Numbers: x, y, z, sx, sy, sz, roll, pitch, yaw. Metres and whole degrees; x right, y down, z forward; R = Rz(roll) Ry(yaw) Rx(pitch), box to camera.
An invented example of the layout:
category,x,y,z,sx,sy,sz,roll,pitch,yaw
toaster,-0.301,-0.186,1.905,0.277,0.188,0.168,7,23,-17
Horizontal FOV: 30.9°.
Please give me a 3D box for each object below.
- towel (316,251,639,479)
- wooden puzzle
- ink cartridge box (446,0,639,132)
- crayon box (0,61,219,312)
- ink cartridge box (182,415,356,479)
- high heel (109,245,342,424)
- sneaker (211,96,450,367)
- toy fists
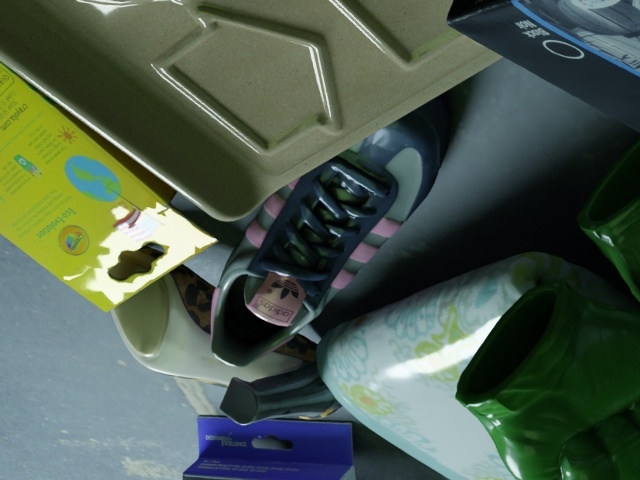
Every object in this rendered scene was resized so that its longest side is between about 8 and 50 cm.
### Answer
category,x,y,z,sx,sy,sz,roll,pitch,yaw
towel,0.215,0.153,0.988,0.374,0.090,0.320,34,149,-16
wooden puzzle,-0.035,-0.191,0.705,0.347,0.081,0.322,-32,129,27
ink cartridge box,0.249,-0.084,0.647,0.332,0.065,0.165,23,173,-19
crayon box,-0.245,-0.087,0.992,0.318,0.081,0.202,42,138,-19
ink cartridge box,-0.055,0.300,1.260,0.206,0.045,0.208,-4,92,30
high heel,-0.091,0.084,1.124,0.261,0.186,0.093,41,111,27
sneaker,0.000,0.000,0.922,0.112,0.131,0.319,29,140,-5
toy fists,0.221,0.055,0.772,0.142,0.279,0.096,42,164,-15
